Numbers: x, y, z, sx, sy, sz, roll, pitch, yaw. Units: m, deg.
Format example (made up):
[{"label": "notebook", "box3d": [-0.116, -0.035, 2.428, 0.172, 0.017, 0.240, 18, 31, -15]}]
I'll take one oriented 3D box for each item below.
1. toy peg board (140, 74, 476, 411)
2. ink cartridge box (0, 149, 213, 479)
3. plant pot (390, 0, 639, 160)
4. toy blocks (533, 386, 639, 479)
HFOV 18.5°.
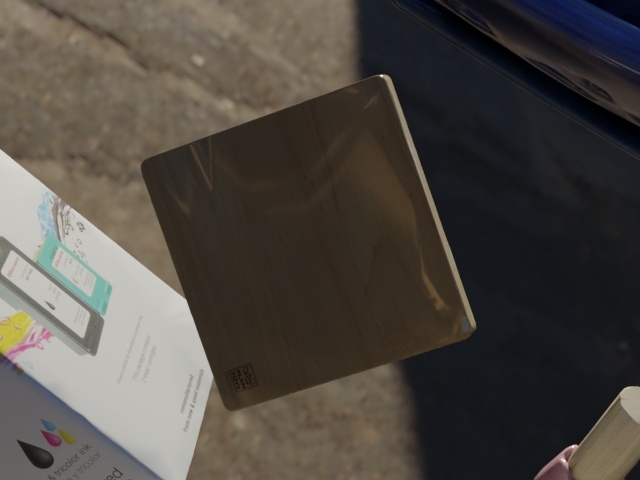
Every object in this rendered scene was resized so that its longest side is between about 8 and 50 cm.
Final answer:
[{"label": "toy peg board", "box3d": [0.000, 0.000, 1.184, 0.079, 0.160, 0.161, -21, 92, -73]}, {"label": "ink cartridge box", "box3d": [-0.240, 0.087, 1.332, 0.270, 0.198, 0.197, 40, 28, -17]}, {"label": "plant pot", "box3d": [0.144, -0.170, 0.873, 0.236, 0.236, 0.212, 35, -6, 25]}, {"label": "toy blocks", "box3d": [0.326, 0.294, 1.501, 0.309, 0.260, 0.288, 2, 46, -31]}]
